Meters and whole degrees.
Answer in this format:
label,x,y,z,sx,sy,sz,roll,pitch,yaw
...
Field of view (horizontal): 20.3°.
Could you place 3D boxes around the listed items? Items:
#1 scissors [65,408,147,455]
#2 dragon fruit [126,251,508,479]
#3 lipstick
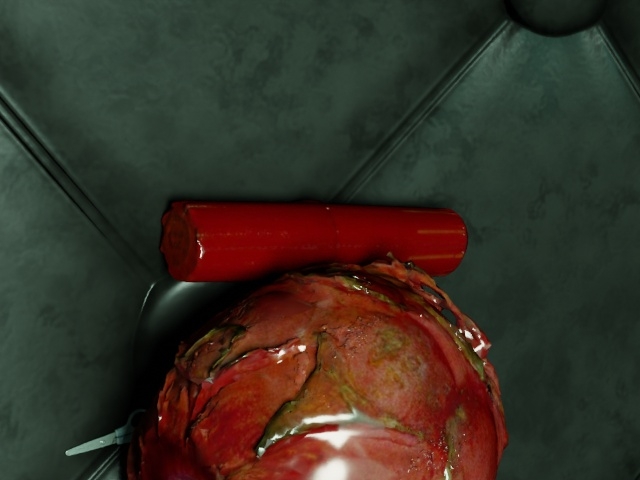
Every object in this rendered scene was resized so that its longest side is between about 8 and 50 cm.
label,x,y,z,sx,sy,sz,roll,pitch,yaw
scissors,-0.176,0.166,1.496,0.083,0.006,0.036,-15,106,-30
dragon fruit,-0.002,0.165,1.447,0.302,0.296,0.295,-19,110,-38
lipstick,-0.001,0.001,1.540,0.280,0.073,0.073,0,100,-34
